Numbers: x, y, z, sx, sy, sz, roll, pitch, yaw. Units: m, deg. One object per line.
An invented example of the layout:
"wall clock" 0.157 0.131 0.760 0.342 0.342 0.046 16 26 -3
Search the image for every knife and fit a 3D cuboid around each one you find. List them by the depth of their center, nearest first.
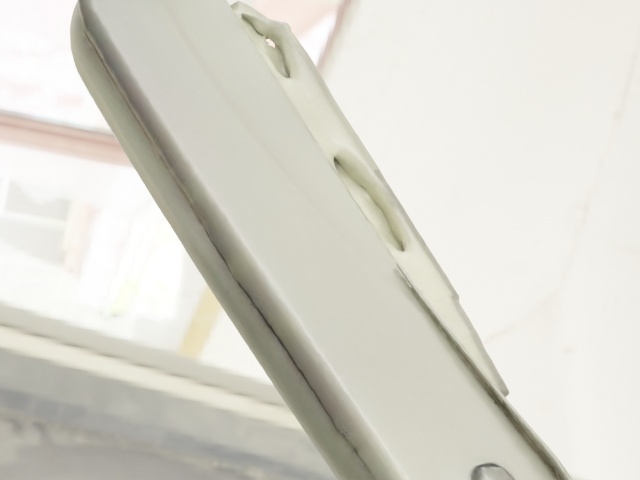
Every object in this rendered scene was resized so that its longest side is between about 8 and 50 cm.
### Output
"knife" -0.003 0.002 0.469 0.265 0.073 0.040 57 -24 28
